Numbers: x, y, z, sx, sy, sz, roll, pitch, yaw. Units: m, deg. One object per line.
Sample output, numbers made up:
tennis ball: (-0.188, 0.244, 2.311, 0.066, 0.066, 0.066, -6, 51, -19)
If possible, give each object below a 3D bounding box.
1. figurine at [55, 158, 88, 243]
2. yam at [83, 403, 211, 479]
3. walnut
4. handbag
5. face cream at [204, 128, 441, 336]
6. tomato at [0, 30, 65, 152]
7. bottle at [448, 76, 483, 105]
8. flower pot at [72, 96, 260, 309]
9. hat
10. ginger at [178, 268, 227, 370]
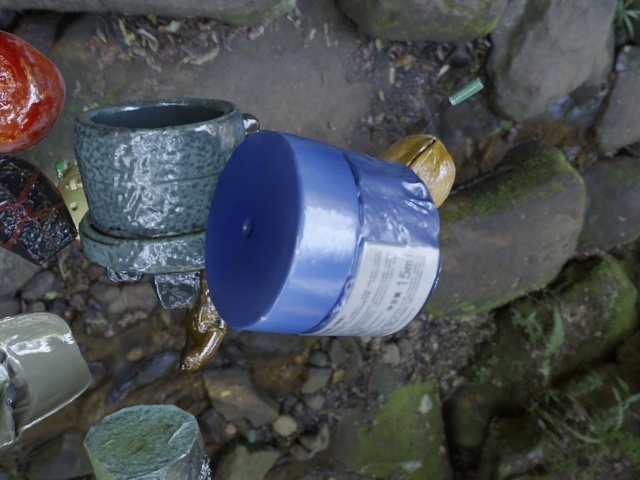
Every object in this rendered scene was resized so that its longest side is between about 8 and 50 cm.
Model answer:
figurine: (-0.584, -0.084, 1.575, 0.124, 0.324, 0.222, -9, 121, -8)
yam: (-0.295, 0.444, 1.142, 0.202, 0.202, 0.271, -20, 123, -36)
walnut: (0.165, -0.112, 1.140, 0.144, 0.144, 0.180, 7, 134, -42)
handbag: (-0.556, -0.067, 1.132, 0.155, 0.169, 0.215, -48, 130, -22)
face cream: (0.000, 0.000, 0.814, 0.225, 0.249, 0.249, 11, 120, -35)
tomato: (-0.455, -0.220, 0.902, 0.151, 0.187, 0.187, -32, 142, 11)
bottle: (0.350, -0.359, 1.511, 0.083, 0.030, 0.030, -31, 146, 26)
flower pot: (-0.228, -0.068, 0.977, 0.299, 0.299, 0.282, -15, 115, -27)
hat: (-0.418, 0.191, 0.844, 0.144, 0.166, 0.173, -32, 170, 12)
ginger: (-0.237, 0.127, 1.368, 0.107, 0.133, 0.309, 9, 105, -31)
